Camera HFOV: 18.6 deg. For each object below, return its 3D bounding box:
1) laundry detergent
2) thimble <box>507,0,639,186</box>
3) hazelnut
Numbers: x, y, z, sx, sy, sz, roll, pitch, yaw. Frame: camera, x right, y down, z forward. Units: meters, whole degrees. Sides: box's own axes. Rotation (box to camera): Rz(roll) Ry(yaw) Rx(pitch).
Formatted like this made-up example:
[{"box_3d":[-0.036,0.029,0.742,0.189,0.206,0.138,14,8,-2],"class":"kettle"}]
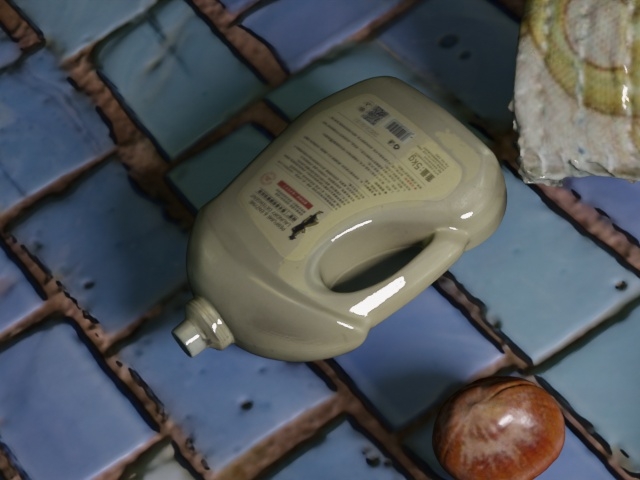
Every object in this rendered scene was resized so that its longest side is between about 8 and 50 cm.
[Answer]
[{"box_3d":[0.000,0.000,1.409,0.253,0.091,0.181,-39,54,-15],"class":"laundry detergent"},{"box_3d":[0.221,-0.123,1.404,0.143,0.137,0.190,6,64,25],"class":"thimble"},{"box_3d":[0.113,0.123,1.266,0.086,0.086,0.086,-10,47,12],"class":"hazelnut"}]
